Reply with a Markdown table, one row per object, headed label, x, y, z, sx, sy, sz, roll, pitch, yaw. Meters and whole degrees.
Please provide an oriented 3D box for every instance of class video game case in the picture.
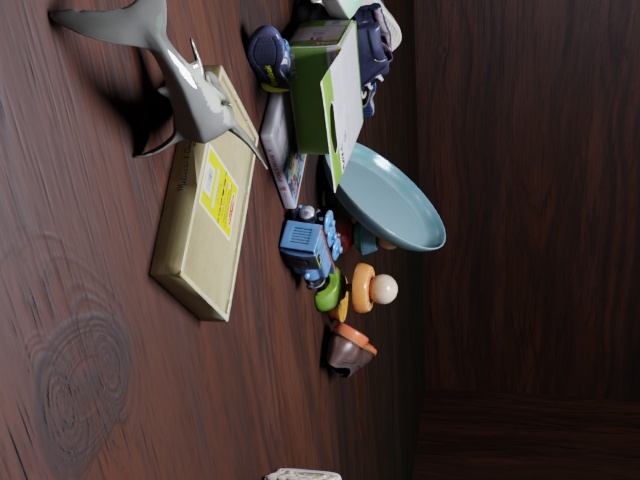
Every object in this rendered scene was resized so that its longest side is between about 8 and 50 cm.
| label | x | y | z | sx | sy | sz | roll | pitch | yaw |
| --- | --- | --- | --- | --- | --- | --- | --- | --- | --- |
| video game case | -0.053 | -0.186 | 1.301 | 0.183 | 0.023 | 0.201 | 73 | 21 | -53 |

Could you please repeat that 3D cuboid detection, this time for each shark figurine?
| label | x | y | z | sx | sy | sz | roll | pitch | yaw |
| --- | --- | --- | --- | --- | --- | --- | --- | --- | --- |
| shark figurine | -0.144 | -0.127 | 0.761 | 0.166 | 0.116 | 0.278 | 59 | 2 | 7 |

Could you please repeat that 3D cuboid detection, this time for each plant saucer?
| label | x | y | z | sx | sy | sz | roll | pitch | yaw |
| --- | --- | --- | --- | --- | --- | --- | --- | --- | --- |
| plant saucer | 0.125 | -0.088 | 1.630 | 0.043 | 0.317 | 0.317 | -48 | -174 | 27 |

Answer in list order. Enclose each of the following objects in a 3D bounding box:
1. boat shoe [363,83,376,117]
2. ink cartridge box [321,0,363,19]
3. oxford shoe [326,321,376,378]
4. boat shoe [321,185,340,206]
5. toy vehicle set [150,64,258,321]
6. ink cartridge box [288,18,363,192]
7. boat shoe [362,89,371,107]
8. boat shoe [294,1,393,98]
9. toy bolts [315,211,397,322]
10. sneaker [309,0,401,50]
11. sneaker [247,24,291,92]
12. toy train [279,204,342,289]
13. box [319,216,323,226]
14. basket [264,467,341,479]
| label | x | y | z | sx | sy | sz | roll | pitch | yaw |
| --- | --- | --- | --- | --- | --- | --- | --- | --- | --- |
| boat shoe | 0.096 | -0.362 | 1.853 | 0.183 | 0.066 | 0.066 | 86 | 5 | -68 |
| ink cartridge box | 0.030 | -0.499 | 1.258 | 0.181 | 0.056 | 0.224 | -56 | 138 | -17 |
| oxford shoe | 0.055 | 0.249 | 1.723 | 0.098 | 0.097 | 0.271 | -59 | 161 | -9 |
| boat shoe | 0.036 | -0.101 | 1.654 | 0.133 | 0.042 | 0.049 | -58 | 145 | -68 |
| toy vehicle set | -0.131 | -0.053 | 0.945 | 0.166 | 0.035 | 0.266 | 65 | 30 | -63 |
| ink cartridge box | -0.003 | -0.218 | 1.250 | 0.255 | 0.097 | 0.188 | -69 | 156 | -54 |
| boat shoe | 0.086 | -0.391 | 1.711 | 0.080 | 0.073 | 0.223 | -1 | 97 | -33 |
| boat shoe | 0.060 | -0.293 | 1.459 | 0.340 | 0.158 | 0.127 | 69 | 23 | -57 |
| toy bolts | 0.095 | 0.061 | 1.660 | 0.218 | 0.158 | 0.228 | 64 | 30 | -63 |
| sneaker | 0.028 | -0.479 | 1.453 | 0.148 | 0.131 | 0.350 | 61 | 6 | 36 |
| sneaker | -0.072 | -0.273 | 1.146 | 0.144 | 0.053 | 0.059 | 81 | 15 | -69 |
| toy train | -0.015 | 0.014 | 1.375 | 0.184 | 0.080 | 0.105 | 73 | 31 | -60 |
| box | 0.000 | 0.000 | 1.555 | 0.083 | 0.018 | 0.067 | 62 | 32 | -64 |
| basket | -0.036 | 0.452 | 1.253 | 0.103 | 0.113 | 0.167 | 42 | 51 | -68 |
